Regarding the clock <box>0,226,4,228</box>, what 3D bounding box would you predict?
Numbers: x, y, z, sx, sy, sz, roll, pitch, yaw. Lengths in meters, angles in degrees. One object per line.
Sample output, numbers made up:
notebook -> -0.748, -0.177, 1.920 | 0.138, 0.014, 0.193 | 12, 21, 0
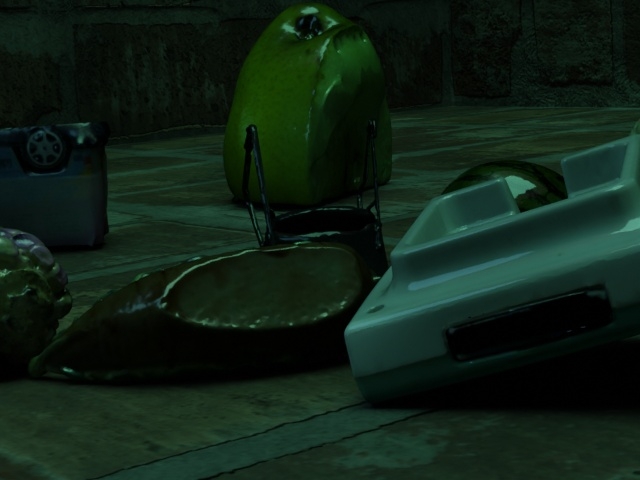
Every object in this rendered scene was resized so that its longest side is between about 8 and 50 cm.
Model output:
clock -> -0.419, 0.009, 1.343 | 0.235, 0.029, 0.235 | 4, -19, 1

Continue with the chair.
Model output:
chair -> 0.000, 0.000, 1.353 | 0.140, 0.221, 0.145 | -5, -33, -7

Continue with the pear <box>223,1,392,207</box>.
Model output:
pear -> -0.029, -0.220, 2.086 | 0.239, 0.318, 0.342 | 6, 10, 24

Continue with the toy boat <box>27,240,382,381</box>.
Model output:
toy boat -> -0.088, 0.060, 1.035 | 0.293, 0.108, 0.099 | -10, -24, -11

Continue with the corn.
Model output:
corn -> -0.344, 0.040, 1.156 | 0.127, 0.126, 0.335 | -12, 12, -41

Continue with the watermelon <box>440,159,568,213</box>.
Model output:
watermelon -> 0.184, 0.001, 1.147 | 0.187, 0.140, 0.141 | 9, 15, 40

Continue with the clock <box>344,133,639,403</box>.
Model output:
clock -> 0.160, 0.012, 0.966 | 0.262, 0.116, 0.231 | -19, 5, 20

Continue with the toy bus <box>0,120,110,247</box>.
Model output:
toy bus -> -0.465, -0.063, 1.706 | 0.386, 0.162, 0.171 | -4, 7, -6

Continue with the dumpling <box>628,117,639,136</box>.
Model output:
dumpling -> 0.464, -0.130, 1.716 | 0.131, 0.179, 0.252 | 3, 9, 14
